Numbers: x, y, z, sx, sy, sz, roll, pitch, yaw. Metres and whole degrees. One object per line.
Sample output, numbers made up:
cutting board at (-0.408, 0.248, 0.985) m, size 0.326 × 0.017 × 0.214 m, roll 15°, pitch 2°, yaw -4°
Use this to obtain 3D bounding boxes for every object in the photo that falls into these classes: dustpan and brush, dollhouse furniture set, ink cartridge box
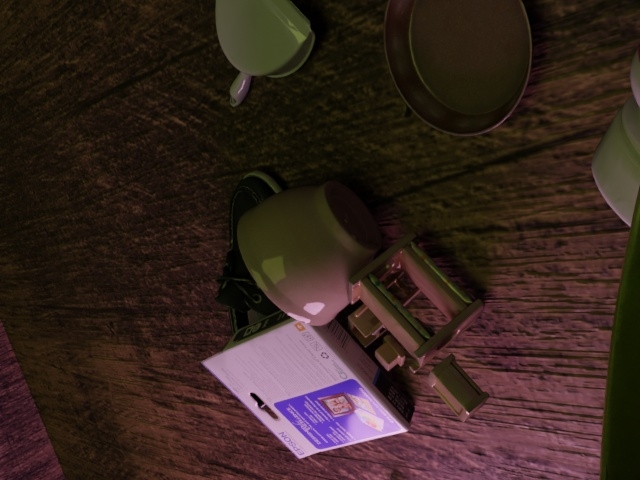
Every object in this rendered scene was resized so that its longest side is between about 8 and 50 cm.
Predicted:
dustpan and brush at (-0.082, -0.230, 0.931) m, size 0.147 × 0.060 × 0.211 m, roll 50°, pitch 134°, yaw 12°
dollhouse furniture set at (0.126, 0.108, 0.863) m, size 0.182 × 0.101 × 0.161 m, roll 48°, pitch 165°, yaw 20°
ink cartridge box at (-0.019, 0.184, 1.001) m, size 0.208 × 0.045 × 0.206 m, roll -28°, pitch 111°, yaw 39°

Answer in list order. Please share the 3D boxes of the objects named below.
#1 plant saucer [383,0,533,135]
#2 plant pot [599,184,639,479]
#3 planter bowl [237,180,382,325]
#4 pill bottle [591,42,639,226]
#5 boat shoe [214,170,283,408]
plant saucer at (0.129, -0.182, 0.718) m, size 0.168 × 0.029 × 0.169 m, roll 28°, pitch 130°, yaw 38°
plant pot at (0.313, 0.036, 0.238) m, size 0.352 × 0.366 × 0.367 m, roll 10°, pitch 123°, yaw 10°
planter bowl at (0.000, 0.000, 0.888) m, size 0.109 × 0.162 × 0.162 m, roll -39°, pitch 78°, yaw 26°
pill bottle at (0.286, -0.125, 0.451) m, size 0.160 × 0.160 × 0.283 m, roll 45°, pitch 139°, yaw 24°
boat shoe at (-0.087, 0.080, 1.054) m, size 0.127 × 0.113 × 0.340 m, roll 22°, pitch 126°, yaw 42°
